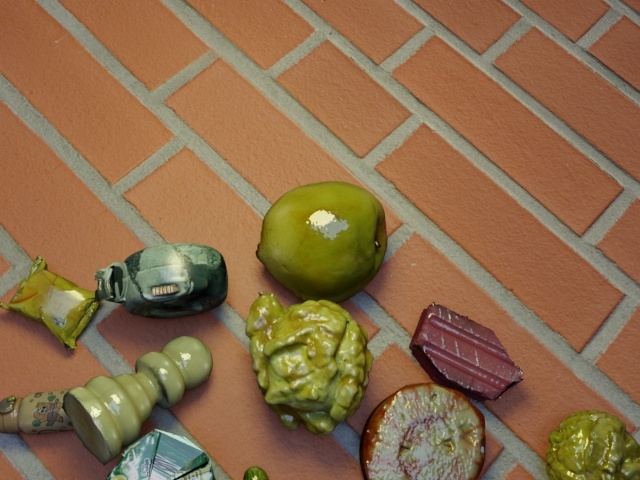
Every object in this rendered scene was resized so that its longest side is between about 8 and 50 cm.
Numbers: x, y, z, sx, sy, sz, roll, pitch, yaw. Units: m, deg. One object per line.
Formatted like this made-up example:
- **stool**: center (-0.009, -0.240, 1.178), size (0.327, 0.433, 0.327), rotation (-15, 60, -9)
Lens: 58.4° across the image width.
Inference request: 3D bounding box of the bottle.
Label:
- **bottle**: center (-0.650, 0.400, 1.341), size (0.209, 0.110, 0.097), rotation (-5, 39, -7)

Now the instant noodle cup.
- **instant noodle cup**: center (-0.344, 0.553, 1.274), size (0.241, 0.178, 0.240), rotation (2, 69, -5)

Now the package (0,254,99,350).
- **package**: center (-0.672, 0.155, 1.440), size (0.226, 0.090, 0.168), rotation (28, 72, 3)

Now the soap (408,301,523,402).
- **soap**: center (0.376, 0.301, 1.468), size (0.289, 0.112, 0.182), rotation (24, 70, 4)

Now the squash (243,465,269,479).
- **squash**: center (-0.131, 0.644, 1.319), size (0.069, 0.069, 0.238), rotation (-11, 71, -9)

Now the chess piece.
- **chess piece**: center (-0.399, 0.340, 1.330), size (0.330, 0.182, 0.182), rotation (-31, 73, -41)

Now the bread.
- **bread**: center (0.245, 0.510, 1.379), size (0.296, 0.114, 0.327), rotation (14, 70, 2)

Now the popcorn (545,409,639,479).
- **popcorn**: center (0.675, 0.528, 1.366), size (0.260, 0.212, 0.258), rotation (-1, 71, 3)

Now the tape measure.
- **tape measure**: center (-0.363, 0.109, 1.400), size (0.275, 0.256, 0.147), rotation (-15, 71, 17)

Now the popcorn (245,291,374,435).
- **popcorn**: center (-0.019, 0.279, 1.352), size (0.279, 0.274, 0.335), rotation (-4, 96, 33)

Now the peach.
- **peach**: center (0.007, -0.004, 1.462), size (0.316, 0.281, 0.314), rotation (18, 75, 11)
